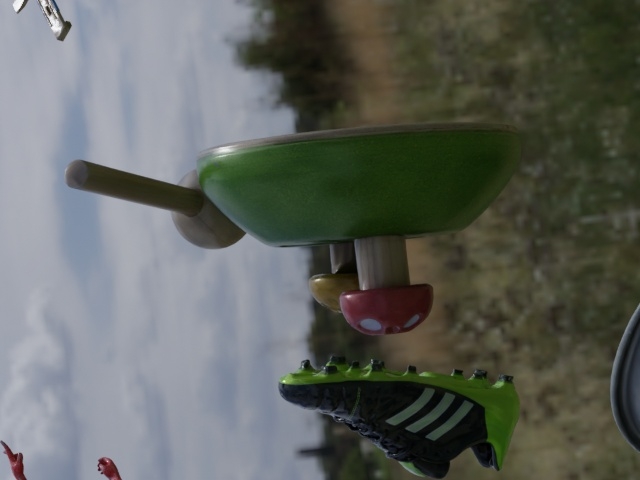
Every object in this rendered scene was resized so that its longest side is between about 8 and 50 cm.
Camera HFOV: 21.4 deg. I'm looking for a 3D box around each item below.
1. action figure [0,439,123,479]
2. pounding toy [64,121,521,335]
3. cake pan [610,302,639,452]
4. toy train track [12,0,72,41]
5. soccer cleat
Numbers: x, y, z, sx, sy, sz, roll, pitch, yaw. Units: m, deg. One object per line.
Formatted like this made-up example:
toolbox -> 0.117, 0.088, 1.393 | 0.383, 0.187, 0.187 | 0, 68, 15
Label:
action figure -> -0.216, 0.259, 1.554 | 0.280, 0.091, 0.139 | 94, 151, -60
pounding toy -> 0.000, 0.000, 0.963 | 0.183, 0.237, 0.110 | 0, -95, -68
cake pan -> 0.324, 0.060, 1.066 | 0.293, 0.293, 0.054 | 81, 166, -46
toy train track -> -0.163, -0.146, 1.018 | 0.048, 0.014, 0.083 | -55, 43, 25
soccer cleat -> 0.053, 0.115, 1.087 | 0.060, 0.179, 0.072 | 6, 88, 60
